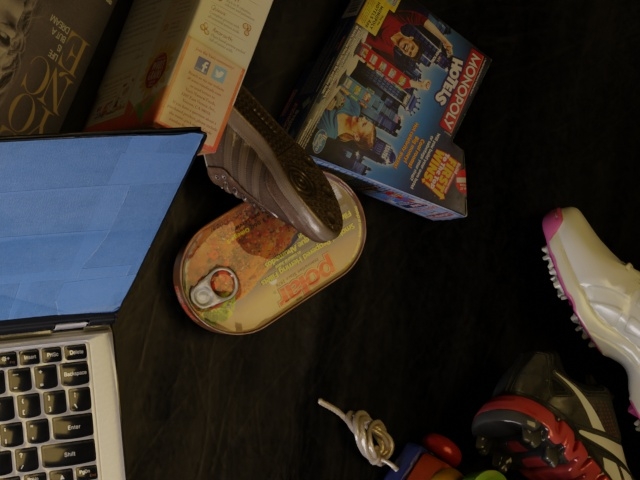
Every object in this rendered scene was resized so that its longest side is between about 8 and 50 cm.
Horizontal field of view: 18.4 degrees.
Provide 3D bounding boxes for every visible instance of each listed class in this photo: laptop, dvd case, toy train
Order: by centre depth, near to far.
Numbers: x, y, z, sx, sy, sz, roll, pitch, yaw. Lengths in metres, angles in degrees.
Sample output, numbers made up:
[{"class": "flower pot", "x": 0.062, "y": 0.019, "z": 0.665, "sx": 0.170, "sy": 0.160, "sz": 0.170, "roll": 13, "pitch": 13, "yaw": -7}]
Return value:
[{"class": "laptop", "x": -0.288, "y": 0.134, "z": 1.524, "sx": 0.382, "sy": 0.236, "sz": 0.408, "roll": -5, "pitch": 90, "yaw": -29}, {"class": "dvd case", "x": -0.261, "y": -0.147, "z": 1.641, "sx": 0.164, "sy": 0.018, "sz": 0.221, "roll": 40, "pitch": 67, "yaw": -50}, {"class": "toy train", "x": 0.114, "y": 0.226, "z": 1.803, "sx": 0.248, "sy": 0.143, "sz": 0.105, "roll": 42, "pitch": 68, "yaw": -22}]

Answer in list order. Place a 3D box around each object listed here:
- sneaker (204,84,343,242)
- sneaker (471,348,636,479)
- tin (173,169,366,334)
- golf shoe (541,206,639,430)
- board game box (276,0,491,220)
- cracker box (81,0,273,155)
[{"class": "sneaker", "x": -0.057, "y": -0.063, "z": 1.738, "sx": 0.188, "sy": 0.071, "sz": 0.066, "roll": 52, "pitch": 28, "yaw": 9}, {"class": "sneaker", "x": 0.253, "y": 0.206, "z": 1.908, "sx": 0.276, "sy": 0.097, "sz": 0.135, "roll": 47, "pitch": 49, "yaw": -32}, {"class": "tin", "x": -0.046, "y": 0.011, "z": 1.772, "sx": 0.190, "sy": 0.040, "sz": 0.106, "roll": -32, "pitch": 93, "yaw": -21}, {"class": "golf shoe", "x": 0.329, "y": 0.085, "z": 1.907, "sx": 0.140, "sy": 0.115, "sz": 0.306, "roll": -33, "pitch": 84, "yaw": 14}, {"class": "board game box", "x": 0.072, "y": -0.113, "z": 1.845, "sx": 0.194, "sy": 0.060, "sz": 0.194, "roll": 36, "pitch": 71, "yaw": -25}, {"class": "cracker box", "x": -0.110, "y": -0.184, "z": 1.688, "sx": 0.067, "sy": 0.156, "sz": 0.232, "roll": 26, "pitch": 75, "yaw": -26}]
